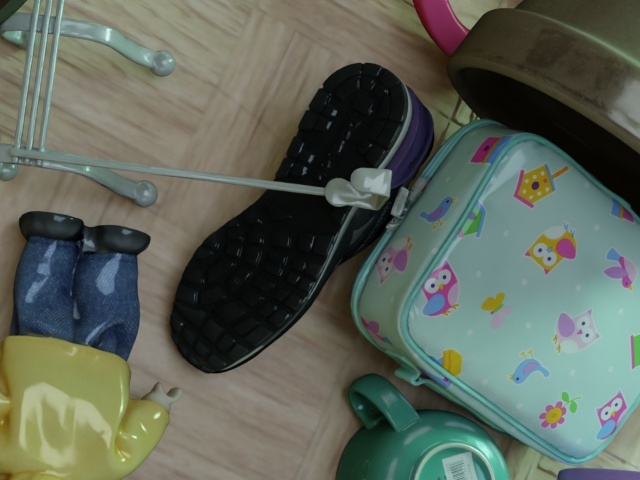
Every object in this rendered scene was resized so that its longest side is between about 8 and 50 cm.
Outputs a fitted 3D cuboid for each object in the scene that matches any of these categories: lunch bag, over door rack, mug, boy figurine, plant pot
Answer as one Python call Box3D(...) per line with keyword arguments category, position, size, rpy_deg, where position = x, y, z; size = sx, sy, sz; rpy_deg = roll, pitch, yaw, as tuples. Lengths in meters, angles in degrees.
Box3D(category="lunch bag", position=(0.163, 0.047, 1.484), size=(0.279, 0.108, 0.224), rpy_deg=(37, 86, -31))
Box3D(category="over door rack", position=(-0.089, -0.147, 1.414), size=(0.324, 0.108, 0.239), rpy_deg=(5, 80, 7))
Box3D(category="mug", position=(0.078, 0.196, 1.475), size=(0.158, 0.097, 0.129), rpy_deg=(31, 73, -16))
Box3D(category="boy figurine", position=(-0.194, 0.126, 1.380), size=(0.177, 0.092, 0.285), rpy_deg=(10, 80, -21))
Box3D(category="plant pot", position=(0.268, -0.161, 1.461), size=(0.263, 0.263, 0.229), rpy_deg=(35, 85, -14))

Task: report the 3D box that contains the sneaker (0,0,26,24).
Box3D(category="sneaker", position=(-0.275, -0.218, 1.346), size=(0.118, 0.222, 0.083), rpy_deg=(58, 28, 1))

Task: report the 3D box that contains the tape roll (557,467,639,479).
Box3D(category="tape roll", position=(0.325, 0.251, 1.471), size=(0.275, 0.275, 0.090), rpy_deg=(14, 78, -20))

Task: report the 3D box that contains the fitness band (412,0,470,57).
Box3D(category="fitness band", position=(0.219, -0.246, 1.553), size=(0.291, 0.054, 0.209), rpy_deg=(-11, 115, -9))

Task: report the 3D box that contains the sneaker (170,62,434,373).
Box3D(category="sneaker", position=(0.000, 0.000, 1.465), size=(0.107, 0.124, 0.283), rpy_deg=(39, 93, 29))
